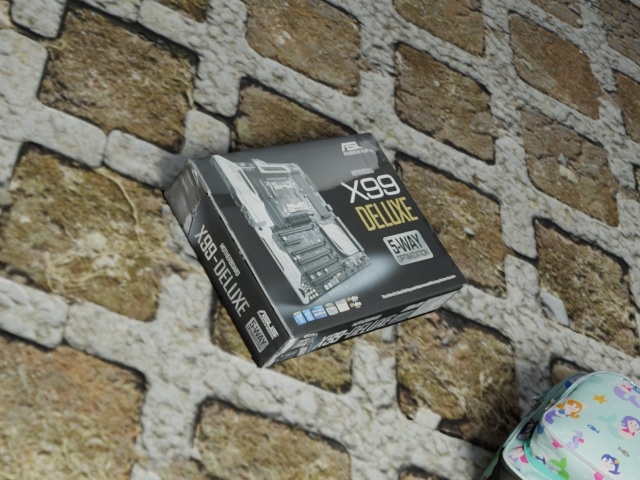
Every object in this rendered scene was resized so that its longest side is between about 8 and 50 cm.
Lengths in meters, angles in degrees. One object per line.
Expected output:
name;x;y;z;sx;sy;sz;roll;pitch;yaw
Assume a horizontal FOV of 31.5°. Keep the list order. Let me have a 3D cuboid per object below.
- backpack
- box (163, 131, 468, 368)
backpack;0.324;0.267;1.309;0.225;0.191;0.253;38;33;17
box;0.000;0.000;1.353;0.307;0.076;0.242;-12;65;-44
